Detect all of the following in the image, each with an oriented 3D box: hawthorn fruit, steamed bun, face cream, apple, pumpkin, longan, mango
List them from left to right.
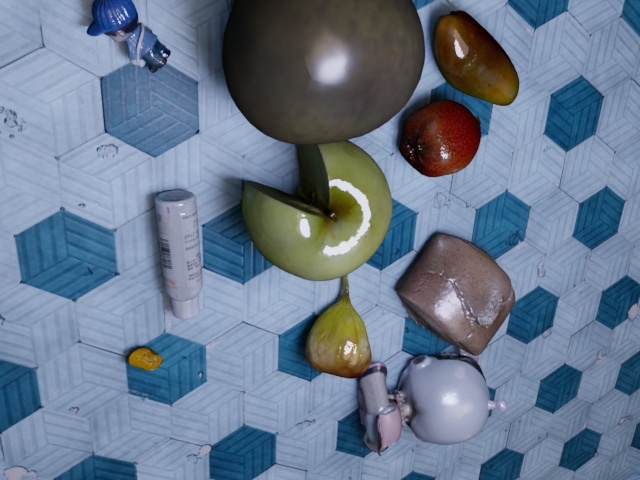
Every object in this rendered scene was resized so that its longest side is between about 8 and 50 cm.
[{"bbox_3d":[-0.379,0.251,1.346,0.050,0.028,0.083,-44,132,0],"label":"pumpkin"},{"bbox_3d":[-0.282,0.035,1.264,0.082,0.082,0.268,-9,115,-22],"label":"face cream"},{"bbox_3d":[-0.010,-0.067,1.235,0.292,0.254,0.291,-3,102,-15],"label":"apple"},{"bbox_3d":[0.006,-0.329,1.090,0.361,0.361,0.360,-10,116,-21],"label":"longan"},{"bbox_3d":[0.272,-0.223,1.366,0.188,0.169,0.168,-19,119,-22],"label":"hawthorn fruit"},{"bbox_3d":[0.355,0.145,1.545,0.251,0.199,0.301,-49,122,1],"label":"steamed bun"},{"bbox_3d":[0.329,-0.382,1.347,0.268,0.111,0.133,33,80,-32],"label":"mango"}]

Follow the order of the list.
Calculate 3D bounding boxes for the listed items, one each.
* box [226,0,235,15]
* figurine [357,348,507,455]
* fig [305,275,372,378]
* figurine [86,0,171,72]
[{"bbox_3d":[-0.144,-0.436,1.151,0.054,0.024,0.083,-20,120,-19],"label":"box"},{"bbox_3d":[0.275,0.439,1.632,0.362,0.211,0.252,-10,120,-18],"label":"figurine"},{"bbox_3d":[0.047,0.195,1.475,0.159,0.159,0.256,4,91,-27],"label":"fig"},{"bbox_3d":[-0.327,-0.355,1.073,0.149,0.087,0.086,40,55,-34],"label":"figurine"}]
